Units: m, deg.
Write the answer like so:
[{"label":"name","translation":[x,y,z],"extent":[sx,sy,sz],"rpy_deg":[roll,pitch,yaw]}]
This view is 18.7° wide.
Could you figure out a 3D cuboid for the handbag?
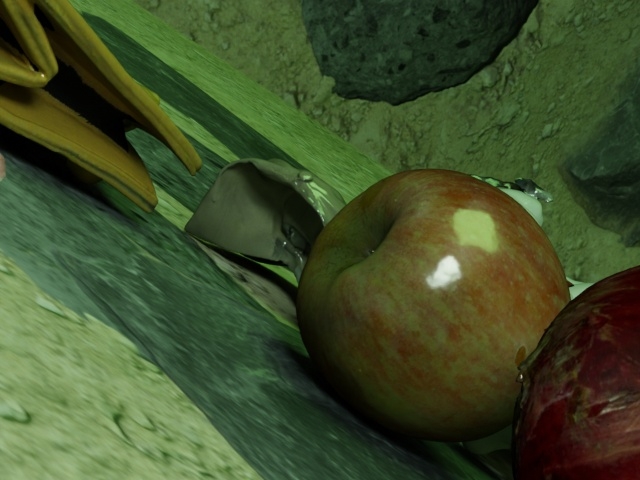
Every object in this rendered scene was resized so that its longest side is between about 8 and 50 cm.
[{"label":"handbag","translation":[-0.270,-0.185,1.502],"extent":[0.283,0.133,0.401],"rpy_deg":[36,4,-46]}]

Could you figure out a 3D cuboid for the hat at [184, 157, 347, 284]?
[{"label":"hat","translation":[0.000,0.000,1.607],"extent":[0.166,0.144,0.173],"rpy_deg":[36,23,18]}]

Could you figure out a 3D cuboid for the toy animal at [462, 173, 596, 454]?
[{"label":"toy animal","translation":[0.176,0.086,1.638],"extent":[0.247,0.183,0.310],"rpy_deg":[28,18,-35]}]

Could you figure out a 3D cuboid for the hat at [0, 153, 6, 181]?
[{"label":"hat","translation":[-0.297,-0.116,0.914],"extent":[0.237,0.107,0.286],"rpy_deg":[21,-8,31]}]

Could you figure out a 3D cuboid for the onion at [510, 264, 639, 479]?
[{"label":"onion","translation":[0.231,0.147,1.184],"extent":[0.276,0.276,0.276],"rpy_deg":[35,6,-5]}]

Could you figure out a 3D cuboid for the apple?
[{"label":"apple","translation":[0.083,0.049,1.372],"extent":[0.174,0.188,0.188],"rpy_deg":[45,2,-22]}]
